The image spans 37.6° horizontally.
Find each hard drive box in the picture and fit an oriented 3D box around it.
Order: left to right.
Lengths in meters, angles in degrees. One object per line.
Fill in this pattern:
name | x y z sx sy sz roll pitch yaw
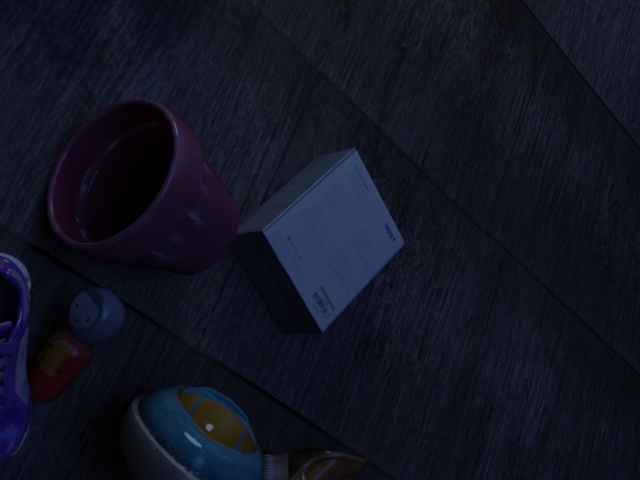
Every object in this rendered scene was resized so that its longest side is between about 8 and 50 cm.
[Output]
hard drive box | 0.000 0.000 1.399 0.232 0.089 0.181 -43 113 -37

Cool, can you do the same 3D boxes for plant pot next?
plant pot | -0.203 -0.047 1.164 0.180 0.201 0.201 39 59 -51

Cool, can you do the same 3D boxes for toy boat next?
toy boat | -0.189 0.198 1.116 0.318 0.267 0.148 38 89 -6

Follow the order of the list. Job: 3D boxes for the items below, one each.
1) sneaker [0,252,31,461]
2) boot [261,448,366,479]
sneaker | -0.361 0.125 1.029 0.095 0.104 0.236 2 82 -23
boot | -0.020 0.379 1.346 0.197 0.073 0.152 4 80 -30
